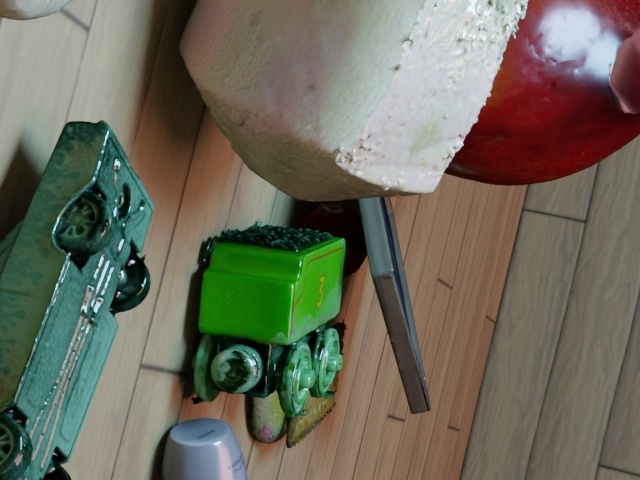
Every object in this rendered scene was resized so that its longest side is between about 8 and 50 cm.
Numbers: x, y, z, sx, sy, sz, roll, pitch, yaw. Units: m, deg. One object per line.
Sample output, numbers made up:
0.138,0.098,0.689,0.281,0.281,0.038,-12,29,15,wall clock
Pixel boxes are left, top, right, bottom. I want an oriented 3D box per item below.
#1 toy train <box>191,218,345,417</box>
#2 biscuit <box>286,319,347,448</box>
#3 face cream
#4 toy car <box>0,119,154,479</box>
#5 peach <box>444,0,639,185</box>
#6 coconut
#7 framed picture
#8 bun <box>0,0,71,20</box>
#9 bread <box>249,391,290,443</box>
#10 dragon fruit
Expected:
-0.051,0.082,1.675,0.243,0.132,0.188,-26,121,-73,toy train
-0.001,0.176,1.986,0.203,0.016,0.144,-30,132,-72,biscuit
-0.120,0.238,1.616,0.091,0.091,0.095,-44,135,-62,face cream
-0.210,0.077,1.176,0.141,0.097,0.321,70,34,-62,toy car
0.251,-0.241,1.976,0.388,0.388,0.388,12,90,-74,peach
0.028,-0.180,1.431,0.310,0.297,0.297,-67,168,21,coconut
0.079,-0.007,1.977,0.446,0.028,0.326,71,9,-63,framed picture
-0.190,-0.234,1.012,0.183,0.102,0.183,-59,171,-15,bun
-0.036,0.140,1.931,0.228,0.033,0.229,11,90,-75,bread
0.000,0.000,1.863,0.190,0.094,0.094,2,100,-65,dragon fruit
